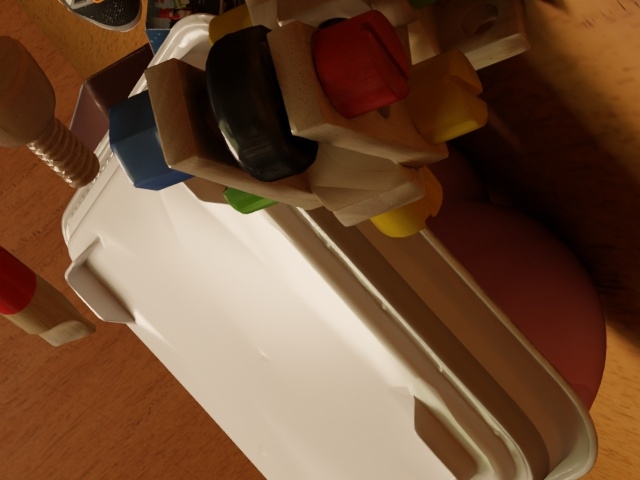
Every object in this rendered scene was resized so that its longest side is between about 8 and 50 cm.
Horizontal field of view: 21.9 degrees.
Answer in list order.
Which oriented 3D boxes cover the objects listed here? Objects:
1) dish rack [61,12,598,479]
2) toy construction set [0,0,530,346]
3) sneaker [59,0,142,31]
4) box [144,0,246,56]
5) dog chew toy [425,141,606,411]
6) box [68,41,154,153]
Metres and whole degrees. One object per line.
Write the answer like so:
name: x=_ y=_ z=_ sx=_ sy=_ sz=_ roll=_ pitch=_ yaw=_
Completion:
dish rack: x=-0.021 y=0.056 z=0.965 sx=0.333 sy=0.072 sz=0.285 roll=47 pitch=147 yaw=1
toy construction set: x=-0.018 y=-0.065 z=0.739 sx=0.257 sy=0.309 sz=0.237 roll=53 pitch=-177 yaw=39
sneaker: x=-0.243 y=-0.292 z=1.690 sx=0.083 sy=0.084 sz=0.215 roll=33 pitch=163 yaw=48
box: x=-0.068 y=-0.156 z=1.049 sx=0.233 sy=0.044 sz=0.159 roll=80 pitch=-168 yaw=-72
dog chew toy: x=0.047 y=0.014 z=1.148 sx=0.332 sy=0.206 sz=0.206 roll=54 pitch=177 yaw=30
box: x=-0.078 y=-0.061 z=1.342 sx=0.203 sy=0.168 sz=0.167 roll=57 pitch=161 yaw=5
